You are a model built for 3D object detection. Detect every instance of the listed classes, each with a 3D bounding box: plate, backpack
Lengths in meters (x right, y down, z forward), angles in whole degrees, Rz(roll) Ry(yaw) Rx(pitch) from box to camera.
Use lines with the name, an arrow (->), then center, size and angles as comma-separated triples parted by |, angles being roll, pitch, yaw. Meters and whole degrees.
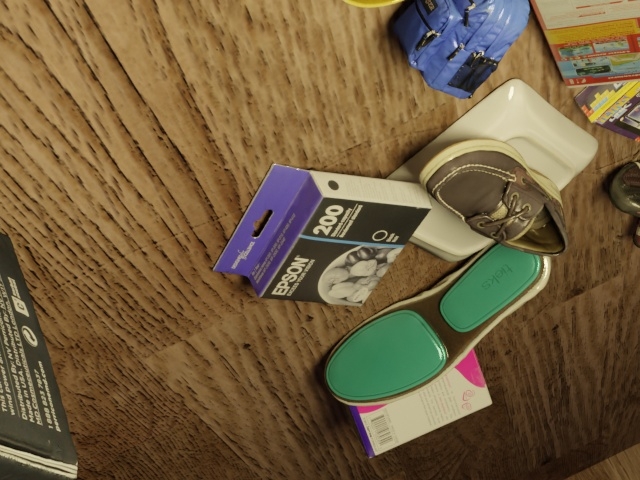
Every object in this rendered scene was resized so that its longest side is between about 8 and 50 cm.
plate -> 0.212, -0.069, 1.386 | 0.277, 0.045, 0.278 | -38, 148, 22
backpack -> 0.141, -0.214, 1.045 | 0.101, 0.098, 0.120 | 10, 135, -41

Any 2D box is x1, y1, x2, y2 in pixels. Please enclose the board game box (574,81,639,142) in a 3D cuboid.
board game box -> 0.426, -0.205, 1.333 | 0.141, 0.048, 0.170 | 13, 133, -45

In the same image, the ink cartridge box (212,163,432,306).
ink cartridge box -> 0.000, 0.000, 1.293 | 0.208, 0.045, 0.206 | 7, 138, -26

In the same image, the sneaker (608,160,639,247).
sneaker -> 0.508, -0.037, 1.610 | 0.281, 0.106, 0.162 | -4, 147, -35

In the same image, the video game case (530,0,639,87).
video game case -> 0.338, -0.233, 1.115 | 0.204, 0.025, 0.285 | -3, 165, 21

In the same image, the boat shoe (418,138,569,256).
boat shoe -> 0.228, -0.044, 1.297 | 0.103, 0.092, 0.285 | -39, 147, 22

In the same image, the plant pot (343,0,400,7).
plant pot -> 0.051, -0.273, 0.874 | 0.134, 0.095, 0.134 | -23, 159, -10

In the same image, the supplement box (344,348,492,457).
supplement box -> 0.149, 0.244, 1.724 | 0.220, 0.114, 0.111 | -22, 107, -5

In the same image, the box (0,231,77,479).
box -> -0.549, 0.137, 0.864 | 0.480, 0.297, 0.472 | -30, 152, 8

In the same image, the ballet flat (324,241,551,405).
ballet flat -> 0.188, 0.126, 1.612 | 0.400, 0.139, 0.139 | -38, 149, 18
